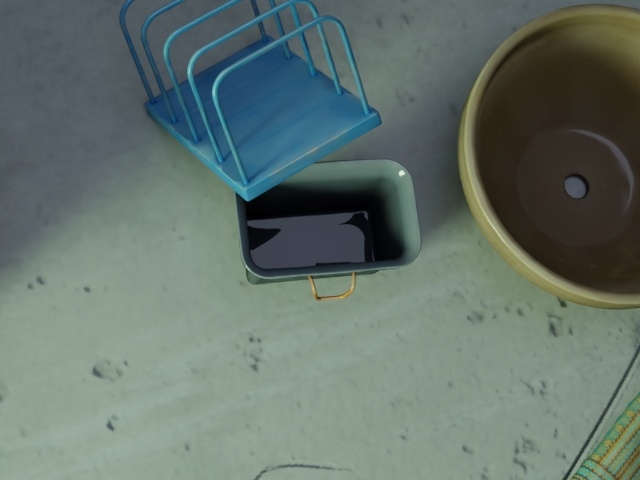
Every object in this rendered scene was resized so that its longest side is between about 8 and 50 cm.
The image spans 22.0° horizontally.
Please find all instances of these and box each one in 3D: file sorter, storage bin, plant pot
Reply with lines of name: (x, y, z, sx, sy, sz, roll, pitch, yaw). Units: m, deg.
file sorter: (-0.058, -0.130, 1.219, 0.118, 0.104, 0.170, -30, 38, -16)
storage bin: (0.000, 0.000, 1.247, 0.135, 0.091, 0.098, -5, 77, -10)
plant pot: (0.214, -0.055, 1.289, 0.237, 0.110, 0.237, 3, 74, -9)

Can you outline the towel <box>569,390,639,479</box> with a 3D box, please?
towel: (0.316, 0.245, 1.266, 0.271, 0.040, 0.370, 41, 73, 1)
